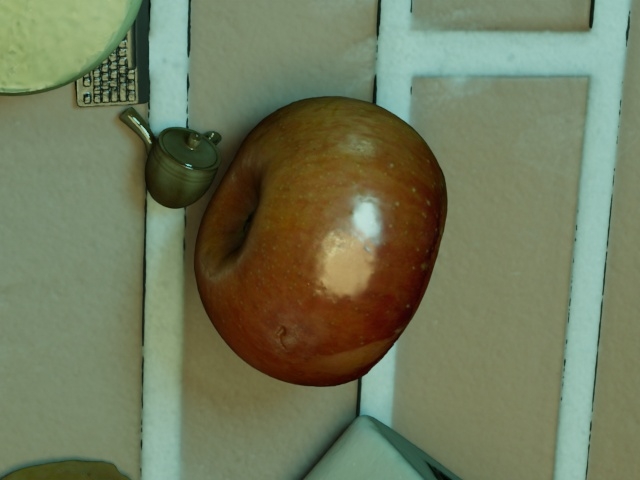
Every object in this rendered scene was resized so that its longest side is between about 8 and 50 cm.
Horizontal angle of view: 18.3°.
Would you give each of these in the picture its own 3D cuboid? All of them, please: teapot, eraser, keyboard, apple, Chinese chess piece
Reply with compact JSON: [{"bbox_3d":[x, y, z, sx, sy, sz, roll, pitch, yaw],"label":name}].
[{"bbox_3d":[-0.148,-0.088,1.930,0.110,0.085,0.080,35,124,9],"label":"teapot"},{"bbox_3d":[0.151,0.354,2.042,0.331,0.331,0.150,40,95,-20],"label":"eraser"},{"bbox_3d":[-0.198,-0.224,1.890,0.074,0.015,0.197,-2,108,-11],"label":"keyboard"},{"bbox_3d":[0.000,0.000,1.876,0.206,0.251,0.272,23,114,-17],"label":"apple"},{"bbox_3d":[-0.283,-0.257,1.807,0.250,0.101,0.250,-1,107,-4],"label":"Chinese chess piece"}]

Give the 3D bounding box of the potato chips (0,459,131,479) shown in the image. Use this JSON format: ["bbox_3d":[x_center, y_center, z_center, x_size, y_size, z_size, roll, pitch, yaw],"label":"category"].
[{"bbox_3d":[-0.272,0.301,2.026,0.201,0.049,0.150,-4,113,-16],"label":"potato chips"}]
